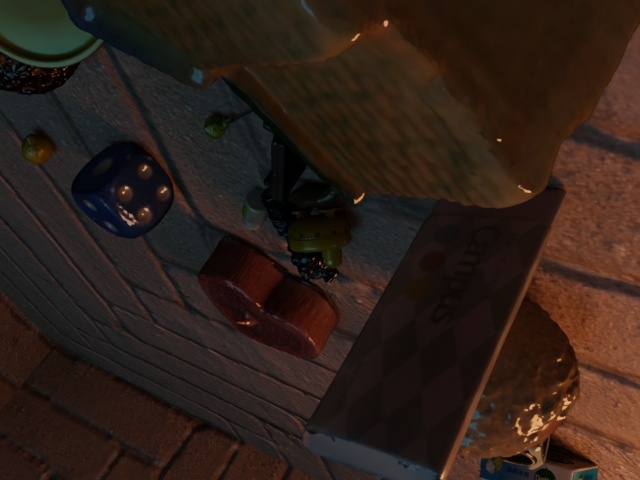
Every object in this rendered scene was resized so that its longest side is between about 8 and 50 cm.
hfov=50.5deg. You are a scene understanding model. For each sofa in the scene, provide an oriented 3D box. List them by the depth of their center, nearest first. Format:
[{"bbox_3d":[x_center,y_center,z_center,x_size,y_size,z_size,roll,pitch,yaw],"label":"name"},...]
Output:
[{"bbox_3d":[-0.063,-0.133,1.015,0.060,0.085,0.147,25,151,10],"label":"sofa"}]

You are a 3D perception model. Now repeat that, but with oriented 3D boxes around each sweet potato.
[{"bbox_3d":[-0.006,-0.074,1.100,0.041,0.038,0.153,41,150,-25],"label":"sweet potato"}]

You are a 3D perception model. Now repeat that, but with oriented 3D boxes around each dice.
[{"bbox_3d":[-0.393,-0.097,1.352,0.143,0.146,0.146,11,145,39],"label":"dice"}]

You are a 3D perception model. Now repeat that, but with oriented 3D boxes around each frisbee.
[{"bbox_3d":[-0.390,-0.356,0.935,0.236,0.017,0.236,1,118,2],"label":"frisbee"}]

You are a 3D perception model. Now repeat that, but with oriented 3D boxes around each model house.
[{"bbox_3d":[0.017,-0.237,0.565,0.382,0.334,0.343,46,160,-31],"label":"model house"}]

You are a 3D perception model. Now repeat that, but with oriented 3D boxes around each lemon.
[{"bbox_3d":[-0.637,-0.206,1.523,0.065,0.065,0.092,27,154,11],"label":"lemon"}]

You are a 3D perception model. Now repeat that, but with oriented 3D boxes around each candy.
[{"bbox_3d":[-0.141,-0.190,1.071,0.123,0.035,0.035,-11,133,43],"label":"candy"}]

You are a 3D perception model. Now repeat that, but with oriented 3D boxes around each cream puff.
[{"bbox_3d":[-0.497,-0.334,1.067,0.239,0.165,0.239,23,150,14],"label":"cream puff"}]

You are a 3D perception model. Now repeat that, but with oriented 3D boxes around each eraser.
[{"bbox_3d":[0.143,0.095,0.827,0.213,0.396,0.082,6,142,40],"label":"eraser"}]

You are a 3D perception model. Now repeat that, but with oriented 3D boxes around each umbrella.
[{"bbox_3d":[-0.041,-0.004,1.215,0.080,0.071,0.224,-3,135,31],"label":"umbrella"}]

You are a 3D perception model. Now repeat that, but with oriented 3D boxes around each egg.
[{"bbox_3d":[0.243,0.201,1.044,0.310,0.279,0.279,7,142,42],"label":"egg"}]

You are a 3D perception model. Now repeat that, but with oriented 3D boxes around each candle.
[{"bbox_3d":[-0.135,0.149,1.495,0.317,0.131,0.287,37,155,-4],"label":"candle"}]

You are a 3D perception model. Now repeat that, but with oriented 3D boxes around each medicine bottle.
[{"bbox_3d":[-0.118,-0.055,1.236,0.047,0.047,0.083,32,152,2],"label":"medicine bottle"}]

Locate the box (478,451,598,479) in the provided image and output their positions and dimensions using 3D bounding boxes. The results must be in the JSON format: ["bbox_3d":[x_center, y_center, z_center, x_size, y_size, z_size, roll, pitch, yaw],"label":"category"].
[{"bbox_3d":[0.446,0.473,1.392,0.194,0.073,0.139,5,173,42],"label":"box"}]

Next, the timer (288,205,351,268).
[{"bbox_3d":[0.000,0.000,1.131,0.107,0.107,0.109,1,101,45],"label":"timer"}]

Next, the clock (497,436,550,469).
[{"bbox_3d":[0.322,0.358,1.329,0.243,0.146,0.199,9,156,29],"label":"clock"}]
